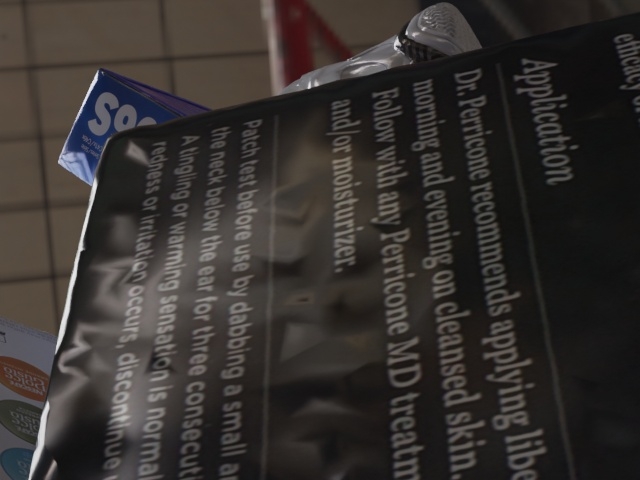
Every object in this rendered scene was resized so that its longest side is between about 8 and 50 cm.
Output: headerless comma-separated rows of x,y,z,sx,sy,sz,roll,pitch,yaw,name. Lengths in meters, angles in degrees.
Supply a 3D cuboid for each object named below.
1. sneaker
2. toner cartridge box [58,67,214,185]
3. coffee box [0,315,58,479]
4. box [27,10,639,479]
0.054,-0.069,1.574,0.137,0.210,0.365,56,-159,-28,sneaker
0.000,0.000,1.097,0.348,0.165,0.075,32,101,43,toner cartridge box
-0.322,0.225,1.020,0.338,0.338,0.334,-63,22,16,coffee box
0.207,0.176,0.572,0.297,0.472,0.479,-88,-16,-56,box
